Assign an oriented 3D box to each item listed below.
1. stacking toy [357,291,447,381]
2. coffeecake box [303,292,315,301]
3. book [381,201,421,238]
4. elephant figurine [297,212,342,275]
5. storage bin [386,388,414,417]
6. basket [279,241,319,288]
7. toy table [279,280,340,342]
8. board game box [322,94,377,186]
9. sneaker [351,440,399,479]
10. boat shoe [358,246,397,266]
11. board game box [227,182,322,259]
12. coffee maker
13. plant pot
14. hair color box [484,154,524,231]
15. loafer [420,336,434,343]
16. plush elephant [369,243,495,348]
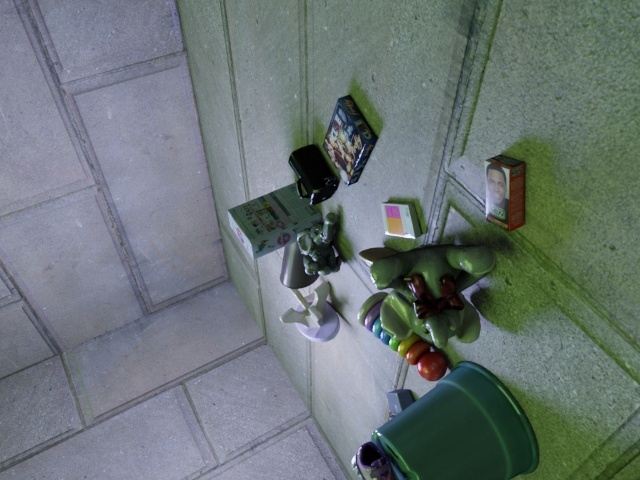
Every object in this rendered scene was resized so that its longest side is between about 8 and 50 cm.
[{"bbox_3d":[0.264,0.310,1.725,0.330,0.141,0.141,44,151,37],"label":"stacking toy"},{"bbox_3d":[-0.020,0.363,2.578,0.185,0.068,0.142,57,158,26],"label":"coffeecake box"},{"bbox_3d":[0.224,-0.060,1.550,0.144,0.035,0.096,15,123,65],"label":"book"},{"bbox_3d":[0.000,0.000,2.057,0.169,0.186,0.239,-40,-54,-66],"label":"elephant figurine"},{"bbox_3d":[0.292,0.603,2.028,0.135,0.098,0.091,133,123,-68],"label":"storage bin"},{"bbox_3d":[-0.077,0.053,2.252,0.154,0.204,0.227,24,130,23],"label":"basket"},{"bbox_3d":[-0.043,0.304,2.357,0.274,0.252,0.161,23,150,46],"label":"toy table"},{"bbox_3d":[0.082,-0.292,1.637,0.165,0.042,0.243,60,159,17],"label":"board game box"},{"bbox_3d":[0.160,0.610,1.394,0.236,0.095,0.104,47,145,44],"label":"sneaker"},{"bbox_3d":[0.212,0.089,1.647,0.285,0.103,0.092,20,125,56],"label":"boat shoe"},{"bbox_3d":[-0.178,-0.080,2.147,0.224,0.303,0.097,50,155,38],"label":"board game box"},{"bbox_3d":[-0.019,-0.238,1.883,0.171,0.120,0.178,-45,69,44],"label":"coffee maker"},{"bbox_3d":[0.341,0.559,1.491,0.341,0.334,0.341,51,156,34],"label":"plant pot"},{"bbox_3d":[0.373,-0.096,1.113,0.072,0.043,0.141,38,145,54],"label":"hair color box"},{"bbox_3d":[0.306,0.255,1.667,0.148,0.050,0.056,37,152,26],"label":"loafer"},{"bbox_3d":[0.273,0.145,1.332,0.330,0.272,0.255,-24,-75,-82],"label":"plush elephant"}]
